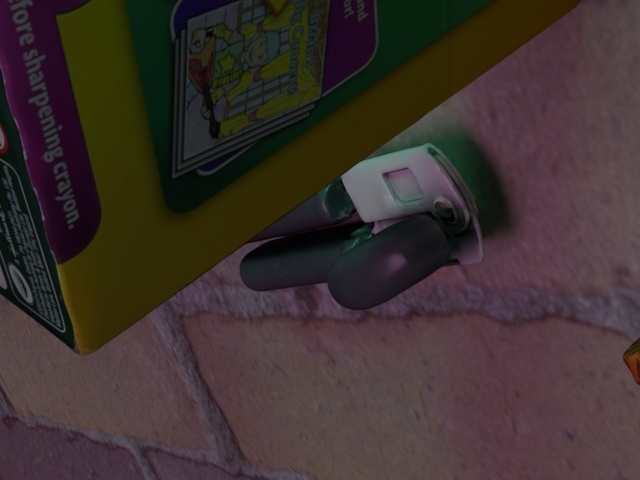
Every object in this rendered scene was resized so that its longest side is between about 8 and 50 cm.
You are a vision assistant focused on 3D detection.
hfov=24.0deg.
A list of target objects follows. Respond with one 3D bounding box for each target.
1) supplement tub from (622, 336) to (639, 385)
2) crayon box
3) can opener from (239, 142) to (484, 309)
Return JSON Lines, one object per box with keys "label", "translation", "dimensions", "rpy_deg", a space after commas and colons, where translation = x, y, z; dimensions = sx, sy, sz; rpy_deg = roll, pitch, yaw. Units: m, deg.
{"label": "supplement tub", "translation": [0.227, 0.104, 0.676], "dimensions": [0.190, 0.117, 0.117], "rpy_deg": [55, 151, 5]}
{"label": "crayon box", "translation": [-0.031, -0.184, 0.565], "dimensions": [0.106, 0.313, 0.363], "rpy_deg": [32, 146, 33]}
{"label": "can opener", "translation": [0.000, 0.000, 0.946], "dimensions": [0.283, 0.095, 0.076], "rpy_deg": [-11, 108, 59]}
